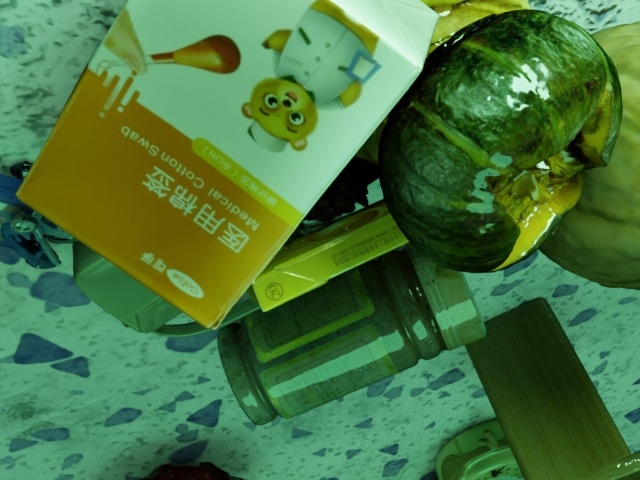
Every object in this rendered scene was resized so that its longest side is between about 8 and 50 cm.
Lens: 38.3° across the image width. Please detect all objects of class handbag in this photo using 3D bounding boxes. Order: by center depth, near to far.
[{"bbox_3d":[-0.135,0.019,1.059,0.256,0.079,0.219,-31,134,11],"label":"handbag"}]

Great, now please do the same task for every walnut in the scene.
[{"bbox_3d":[0.336,-0.090,0.970,0.252,0.313,0.277,-6,116,-22],"label":"walnut"}]

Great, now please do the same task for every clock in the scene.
[{"bbox_3d":[0.321,0.415,1.703,0.235,0.096,0.308,-6,139,-14],"label":"clock"}]

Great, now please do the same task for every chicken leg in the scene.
[{"bbox_3d":[0.041,-0.073,1.030,0.205,0.093,0.053,-43,139,-34],"label":"chicken leg"}]

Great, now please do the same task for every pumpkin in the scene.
[{"bbox_3d":[0.151,-0.087,0.806,0.238,0.159,0.238,-30,140,-29],"label":"pumpkin"}]

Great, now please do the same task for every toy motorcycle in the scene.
[{"bbox_3d":[-0.338,-0.025,0.943,0.205,0.076,0.114,19,136,-40],"label":"toy motorcycle"}]

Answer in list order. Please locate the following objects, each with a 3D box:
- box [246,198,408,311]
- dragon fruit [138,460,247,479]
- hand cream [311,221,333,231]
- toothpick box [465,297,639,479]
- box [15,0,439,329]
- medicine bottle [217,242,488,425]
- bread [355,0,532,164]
[{"bbox_3d":[0.045,-0.007,0.973,0.269,0.043,0.152,-25,-174,-9],"label":"box"},{"bbox_3d":[-0.207,0.496,1.416,0.329,0.329,0.329,-12,140,-10],"label":"dragon fruit"},{"bbox_3d":[0.000,0.000,1.144,0.143,0.039,0.061,-16,131,-17],"label":"hand cream"},{"bbox_3d":[0.345,0.262,1.368,0.190,0.308,0.187,-26,140,9],"label":"toothpick box"},{"bbox_3d":[-0.087,-0.113,0.816,0.225,0.143,0.341,36,120,-7],"label":"box"},{"bbox_3d":[0.039,0.116,1.195,0.322,0.151,0.151,-23,141,4],"label":"medicine bottle"},{"bbox_3d":[0.113,-0.163,0.930,0.198,0.120,0.236,4,137,-34],"label":"bread"}]
